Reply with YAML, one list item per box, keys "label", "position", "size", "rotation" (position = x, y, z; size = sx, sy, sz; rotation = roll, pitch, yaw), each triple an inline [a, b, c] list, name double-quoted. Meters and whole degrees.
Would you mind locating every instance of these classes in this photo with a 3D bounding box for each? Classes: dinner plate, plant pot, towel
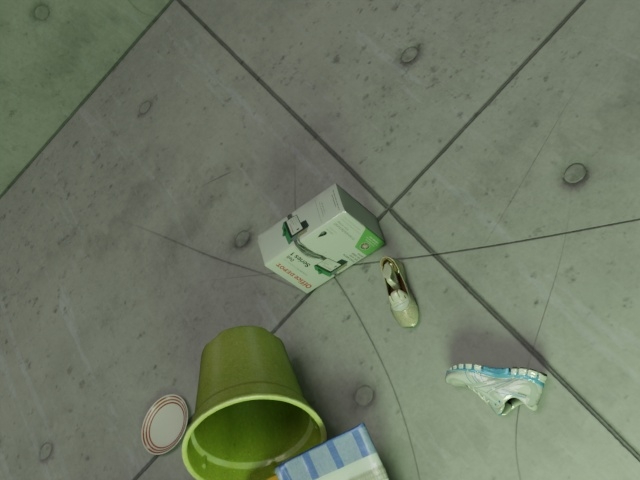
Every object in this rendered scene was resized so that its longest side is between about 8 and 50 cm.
- label: "dinner plate"
  position: [-0.351, 0.419, 2.122]
  size: [0.141, 0.017, 0.141]
  rotation: [-21, 53, 30]
- label: "plant pot"
  position: [-0.143, 0.318, 1.865]
  size: [0.276, 0.276, 0.254]
  rotation: [-37, 34, 16]
- label: "towel"
  position: [0.046, 0.495, 1.661]
  size: [0.209, 0.034, 0.285]
  rotation: [-30, 70, 21]

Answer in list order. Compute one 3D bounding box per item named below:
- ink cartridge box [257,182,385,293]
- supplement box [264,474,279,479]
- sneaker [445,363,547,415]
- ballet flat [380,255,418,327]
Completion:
- label: "ink cartridge box"
  position: [0.000, 0.000, 1.990]
  size: [0.219, 0.160, 0.092]
  rotation: [-34, 47, 20]
- label: "supplement box"
  position: [-0.029, 0.474, 1.777]
  size: [0.233, 0.080, 0.078]
  rotation: [-29, 48, 21]
- label: "sneaker"
  position: [0.301, 0.264, 1.642]
  size: [0.191, 0.071, 0.083]
  rotation: [-2, 69, 39]
- label: "ballet flat"
  position: [0.151, 0.103, 1.876]
  size: [0.057, 0.052, 0.168]
  rotation: [-33, 48, 19]
